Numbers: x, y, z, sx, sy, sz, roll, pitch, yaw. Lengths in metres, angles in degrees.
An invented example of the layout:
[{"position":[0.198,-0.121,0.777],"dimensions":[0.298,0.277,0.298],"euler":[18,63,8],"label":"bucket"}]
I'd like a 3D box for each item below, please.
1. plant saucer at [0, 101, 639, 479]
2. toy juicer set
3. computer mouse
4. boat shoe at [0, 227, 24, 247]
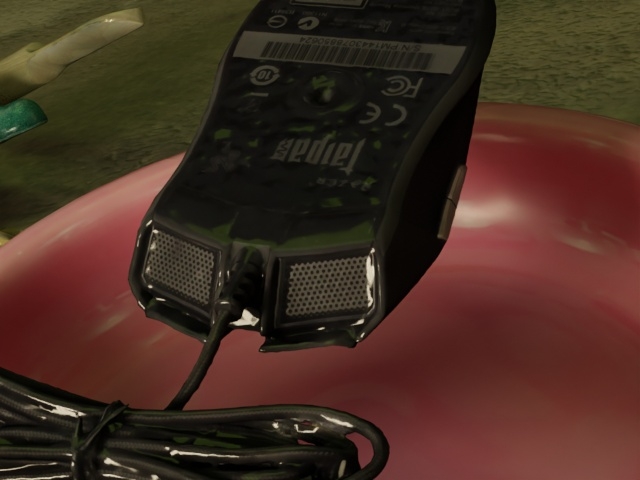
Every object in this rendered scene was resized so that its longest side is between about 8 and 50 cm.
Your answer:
[{"position":[0.007,0.065,0.544],"dimensions":[0.332,0.084,0.332],"euler":[-11,31,6],"label":"plant saucer"},{"position":[-0.270,-0.047,1.028],"dimensions":[0.329,0.090,0.209],"euler":[-26,7,-17],"label":"toy juicer set"},{"position":[-0.041,-0.003,0.539],"dimensions":[0.184,0.060,0.262],"euler":[2,46,17],"label":"computer mouse"},{"position":[-0.138,0.048,0.689],"dimensions":[0.302,0.098,0.109],"euler":[-17,23,-5],"label":"boat shoe"}]
